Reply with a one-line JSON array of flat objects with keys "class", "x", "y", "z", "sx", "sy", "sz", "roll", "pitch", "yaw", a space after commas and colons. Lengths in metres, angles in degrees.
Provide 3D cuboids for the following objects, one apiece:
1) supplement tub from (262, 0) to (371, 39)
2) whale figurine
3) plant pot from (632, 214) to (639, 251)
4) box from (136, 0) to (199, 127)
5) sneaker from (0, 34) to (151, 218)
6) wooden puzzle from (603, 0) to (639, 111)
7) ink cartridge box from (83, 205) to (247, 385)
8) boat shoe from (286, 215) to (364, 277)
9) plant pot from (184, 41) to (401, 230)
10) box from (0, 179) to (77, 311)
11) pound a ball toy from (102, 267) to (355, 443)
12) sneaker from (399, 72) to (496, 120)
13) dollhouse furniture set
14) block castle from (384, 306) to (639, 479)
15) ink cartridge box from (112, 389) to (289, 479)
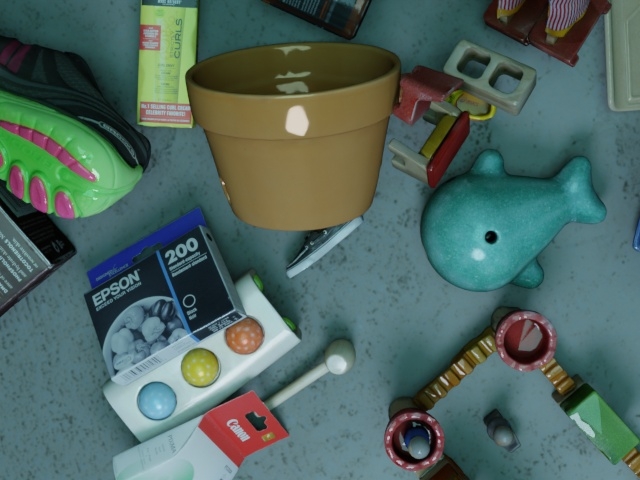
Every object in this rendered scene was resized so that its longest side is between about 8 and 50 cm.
[{"class": "supplement tub", "x": -0.022, "y": -0.369, "z": 1.497, "sx": 0.197, "sy": 0.106, "sz": 0.106, "roll": 24, "pitch": 96, "yaw": -3}, {"class": "whale figurine", "x": 0.279, "y": -0.029, "z": 1.518, "sx": 0.272, "sy": 0.141, "sz": 0.216, "roll": -19, "pitch": 96, "yaw": 1}, {"class": "plant pot", "x": 0.581, "y": -0.048, "z": 1.482, "sx": 0.235, "sy": 0.212, "sz": 0.236, "roll": 14, "pitch": 96, "yaw": -3}, {"class": "box", "x": -0.219, "y": -0.280, "z": 1.529, "sx": 0.087, "sy": 0.058, "sz": 0.232, "roll": 4, "pitch": 96, "yaw": -3}, {"class": "sneaker", "x": -0.442, "y": -0.204, "z": 1.492, "sx": 0.483, "sy": 0.202, "sz": 0.185, "roll": 40, "pitch": 119, "yaw": 11}, {"class": "wooden puzzle", "x": 0.525, "y": -0.305, "z": 1.542, "sx": 0.238, "sy": 0.044, "sz": 0.221, "roll": -4, "pitch": 96, "yaw": -4}, {"class": "ink cartridge box", "x": -0.234, "y": 0.070, "z": 1.516, "sx": 0.206, "sy": 0.045, "sz": 0.208, "roll": -30, "pitch": 59, "yaw": 6}, {"class": "boat shoe", "x": 0.000, "y": 0.000, "z": 1.570, "sx": 0.142, "sy": 0.049, "sz": 0.040, "roll": -39, "pitch": 89, "yaw": -3}, {"class": "plant pot", "x": -0.031, "y": -0.141, "z": 1.450, "sx": 0.290, "sy": 0.291, "sz": 0.204, "roll": -4, "pitch": 112, "yaw": 0}, {"class": "box", "x": -0.490, "y": 0.026, "z": 1.507, "sx": 0.203, "sy": 0.168, "sz": 0.167, "roll": -40, "pitch": 96, "yaw": 4}, {"class": "pound a ball toy", "x": -0.128, "y": 0.192, "z": 1.545, "sx": 0.319, "sy": 0.136, "sz": 0.208, "roll": -37, "pitch": 95, "yaw": 4}, {"class": "sneaker", "x": 0.171, "y": -0.211, "z": 1.535, "sx": 0.175, "sy": 0.067, "sz": 0.064, "roll": 5, "pitch": 98, "yaw": 1}, {"class": "dollhouse furniture set", "x": 0.242, "y": -0.253, "z": 1.401, "sx": 0.152, "sy": 0.201, "sz": 0.374, "roll": 28, "pitch": 77, "yaw": 18}, {"class": "block castle", "x": 0.325, "y": 0.342, "z": 1.525, "sx": 0.303, "sy": 0.213, "sz": 0.453, "roll": -42, "pitch": 95, "yaw": 4}, {"class": "ink cartridge box", "x": -0.165, "y": 0.319, "z": 1.543, "sx": 0.224, "sy": 0.181, "sz": 0.056, "roll": -24, "pitch": 55, "yaw": 3}]
